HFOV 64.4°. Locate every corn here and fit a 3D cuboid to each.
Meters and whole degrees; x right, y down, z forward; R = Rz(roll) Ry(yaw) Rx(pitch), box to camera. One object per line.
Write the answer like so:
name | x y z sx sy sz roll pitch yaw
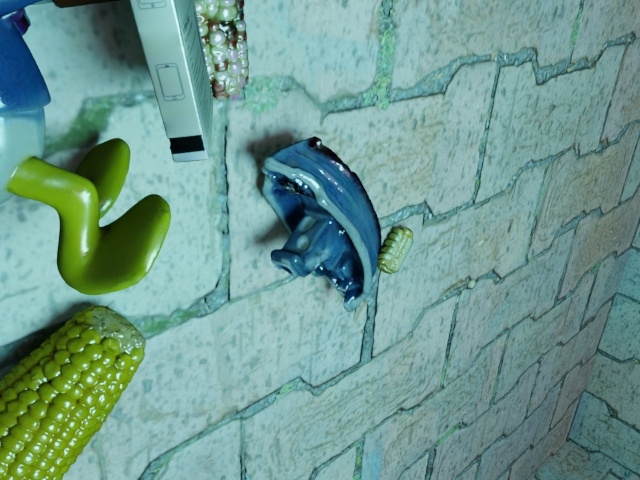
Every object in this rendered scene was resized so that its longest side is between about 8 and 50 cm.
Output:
corn | -0.114 -0.270 0.459 0.092 0.092 0.281 -28 134 -31
corn | -0.304 0.207 0.502 0.322 0.119 0.119 -55 138 -14

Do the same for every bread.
bread | 0.128 0.016 0.877 0.049 0.033 0.088 28 87 -33

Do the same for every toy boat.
toy boat | 0.000 0.000 0.674 0.142 0.129 0.309 -54 140 -24

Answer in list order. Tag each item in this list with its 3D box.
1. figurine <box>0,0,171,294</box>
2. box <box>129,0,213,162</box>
figurine | -0.235 -0.155 0.323 0.338 0.204 0.284 33 87 -44
box | -0.118 -0.196 0.375 0.033 0.129 0.247 -7 127 -4
